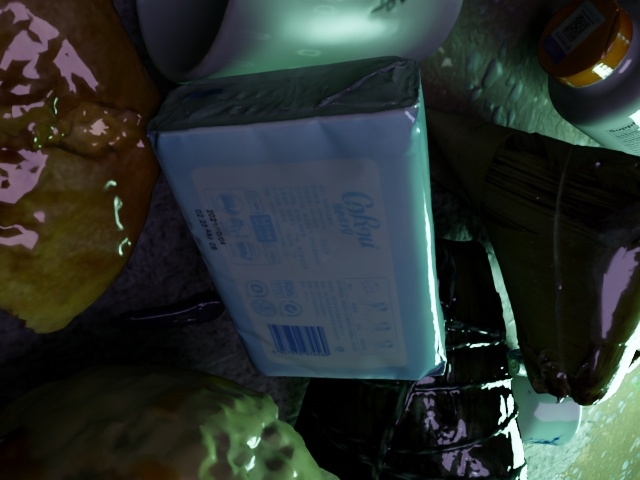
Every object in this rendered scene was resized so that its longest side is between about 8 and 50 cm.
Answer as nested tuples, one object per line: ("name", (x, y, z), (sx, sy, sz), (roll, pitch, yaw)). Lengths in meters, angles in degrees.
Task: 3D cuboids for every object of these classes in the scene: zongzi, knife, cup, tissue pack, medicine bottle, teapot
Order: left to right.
("knife", (-0.160, 0.079, 0.632), (0.121, 0.018, 0.031), (-7, 124, -27))
("cup", (-0.013, -0.253, 0.475), (0.233, 0.186, 0.258), (-9, 90, -36))
("tissue pack", (0.000, 0.000, 0.456), (0.177, 0.089, 0.263), (-3, 132, 14))
("zongzi", (0.138, 0.189, 0.660), (0.319, 0.362, 0.384), (2, 111, -51))
("zongzi", (0.218, 0.013, 0.671), (0.145, 0.299, 0.274), (-20, 127, -57))
("teapot", (0.303, 0.243, 0.918), (0.158, 0.159, 0.232), (-16, 143, -23))
("medicine bottle", (0.391, -0.190, 0.738), (0.288, 0.157, 0.157), (18, 103, -35))

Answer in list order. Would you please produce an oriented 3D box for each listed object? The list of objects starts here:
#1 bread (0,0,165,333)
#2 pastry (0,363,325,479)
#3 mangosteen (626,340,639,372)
("bread", (-0.221, -0.107, 0.400), (0.179, 0.194, 0.340), (-38, 129, -16))
("pastry", (-0.166, 0.297, 0.506), (0.312, 0.388, 0.389), (-31, 130, -47))
("mangosteen", (0.369, 0.075, 0.805), (0.228, 0.228, 0.266), (-4, 103, -29))
